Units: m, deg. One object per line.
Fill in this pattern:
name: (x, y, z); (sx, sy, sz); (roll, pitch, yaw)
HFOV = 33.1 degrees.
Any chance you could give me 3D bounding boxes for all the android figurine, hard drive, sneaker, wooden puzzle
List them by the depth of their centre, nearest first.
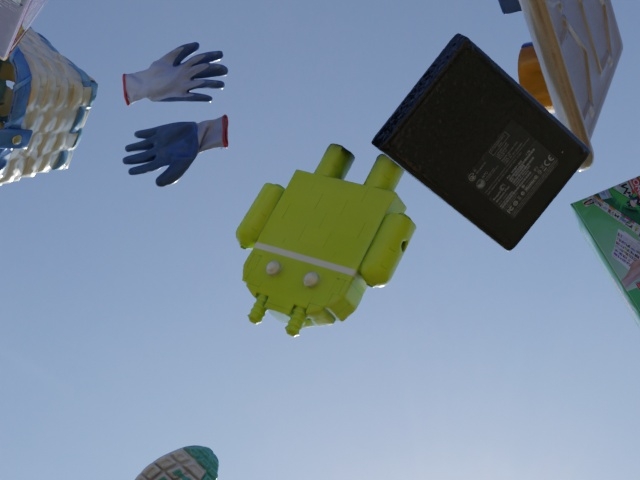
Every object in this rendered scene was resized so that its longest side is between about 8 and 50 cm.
hard drive: (0.113, -0.065, 0.745); (0.135, 0.022, 0.094); (36, -84, -28)
sneaker: (-0.173, 0.252, 1.036); (0.166, 0.076, 0.065); (-36, -80, -11)
wooden puzzle: (0.283, -0.300, 1.322); (0.080, 0.348, 0.322); (-8, -56, 28)
android figurine: (0.000, 0.000, 1.394); (0.248, 0.273, 0.056); (17, -22, 36)

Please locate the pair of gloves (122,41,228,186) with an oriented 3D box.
pair of gloves: (-0.195, -0.169, 1.444); (0.159, 0.198, 0.023); (-13, -20, 17)

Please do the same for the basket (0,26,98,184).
basket: (-0.431, -0.174, 1.270); (0.289, 0.255, 0.201); (4, -59, -52)

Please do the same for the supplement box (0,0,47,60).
supplement box: (-0.273, -0.251, 0.948); (0.080, 0.104, 0.188); (32, -24, -14)

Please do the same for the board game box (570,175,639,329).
board game box: (0.411, 0.013, 1.117); (0.213, 0.317, 0.046); (-23, -59, 8)
